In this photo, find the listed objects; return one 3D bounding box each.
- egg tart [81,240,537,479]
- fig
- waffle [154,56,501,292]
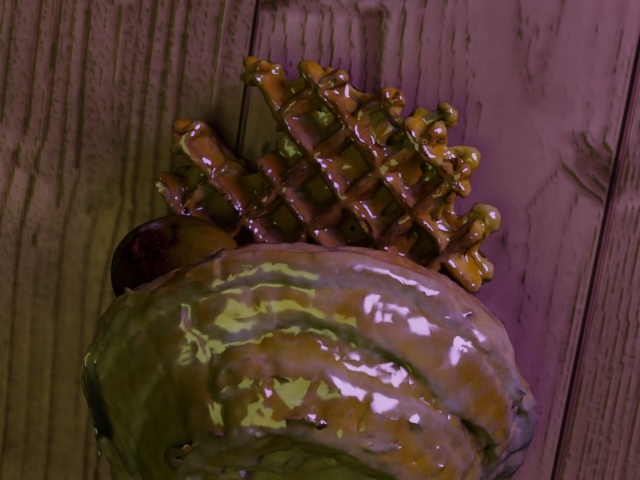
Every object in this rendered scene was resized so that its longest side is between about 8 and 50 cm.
[{"bbox_3d":[-0.012,0.124,1.149,0.290,0.115,0.290,4,134,5],"label":"egg tart"},{"bbox_3d":[-0.081,0.030,1.201,0.084,0.082,0.098,-28,132,18],"label":"fig"},{"bbox_3d":[0.000,0.000,1.215,0.231,0.051,0.229,14,107,22],"label":"waffle"}]
